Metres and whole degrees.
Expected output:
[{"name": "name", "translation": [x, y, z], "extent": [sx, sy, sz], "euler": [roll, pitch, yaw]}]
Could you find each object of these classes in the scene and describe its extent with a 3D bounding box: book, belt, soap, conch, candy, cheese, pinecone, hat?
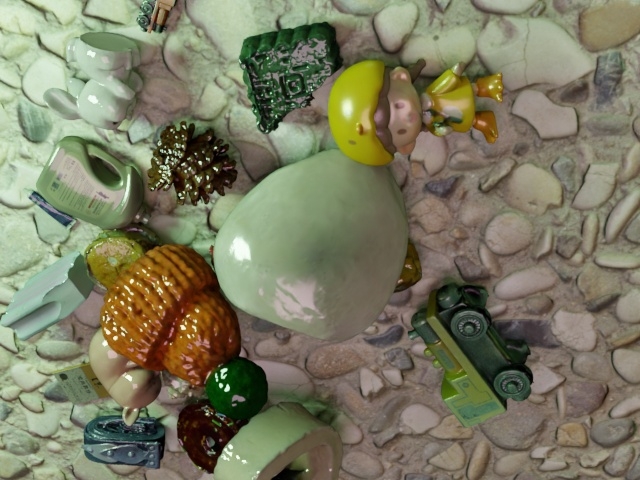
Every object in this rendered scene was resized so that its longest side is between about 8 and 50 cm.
[{"name": "book", "translation": [-0.615, 0.377, 2.113], "extent": [0.172, 0.012, 0.118], "euler": [-16, 117, 14]}, {"name": "belt", "translation": [-0.527, 0.527, 2.127], "extent": [0.218, 0.122, 0.128], "euler": [4, 118, -4]}, {"name": "soap", "translation": [-0.649, 0.134, 1.913], "extent": [0.230, 0.145, 0.091], "euler": [-27, 122, 23]}, {"name": "conch", "translation": [-0.327, 0.277, 1.951], "extent": [0.163, 0.178, 0.245], "euler": [31, 91, 22]}, {"name": "candy", "translation": [0.000, 0.000, 1.668], "extent": [0.386, 0.186, 0.427], "euler": [34, 80, 0]}, {"name": "cheese", "translation": [-0.104, 0.581, 1.989], "extent": [0.153, 0.332, 0.292], "euler": [27, 121, 41]}, {"name": "pinecone", "translation": [-0.275, -0.161, 1.702], "extent": [0.195, 0.150, 0.179], "euler": [16, 90, -2]}, {"name": "hat", "translation": [-0.277, 0.207, 1.707], "extent": [0.400, 0.285, 0.285], "euler": [36, 123, 28]}]

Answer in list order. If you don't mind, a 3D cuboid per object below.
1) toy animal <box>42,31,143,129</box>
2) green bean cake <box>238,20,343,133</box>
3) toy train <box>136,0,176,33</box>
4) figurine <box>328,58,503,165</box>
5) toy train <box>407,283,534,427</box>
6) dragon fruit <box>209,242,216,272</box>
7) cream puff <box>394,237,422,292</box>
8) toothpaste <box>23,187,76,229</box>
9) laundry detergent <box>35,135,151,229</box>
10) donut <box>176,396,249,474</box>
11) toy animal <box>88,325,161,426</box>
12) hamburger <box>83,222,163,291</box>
[{"name": "toy animal", "translation": [-0.462, -0.334, 1.642], "extent": [0.178, 0.127, 0.193], "euler": [22, 120, -5]}, {"name": "green bean cake", "translation": [-0.052, -0.332, 1.619], "extent": [0.208, 0.107, 0.193], "euler": [-10, 116, 9]}, {"name": "toy train", "translation": [-0.333, -0.468, 1.606], "extent": [0.064, 0.044, 0.103], "euler": [17, 119, -16]}, {"name": "figurine", "translation": [0.187, -0.259, 1.599], "extent": [0.344, 0.187, 0.215], "euler": [-1, 110, -1]}, {"name": "toy train", "translation": [0.349, 0.265, 1.895], "extent": [0.237, 0.150, 0.369], "euler": [-29, 111, 26]}, {"name": "dragon fruit", "translation": [-0.154, 0.031, 1.800], "extent": [0.172, 0.166, 0.160], "euler": [-36, 151, 2]}, {"name": "cream puff", "translation": [0.158, 0.061, 1.815], "extent": [0.146, 0.146, 0.116], "euler": [-18, 77, 14]}, {"name": "toothpaste", "translation": [-0.641, -0.077, 1.860], "extent": [0.140, 0.021, 0.037], "euler": [40, 114, -18]}, {"name": "laundry detergent", "translation": [-0.498, -0.115, 1.787], "extent": [0.253, 0.091, 0.181], "euler": [31, 111, -11]}, {"name": "donut", "translation": [-0.269, 0.515, 2.081], "extent": [0.235, 0.089, 0.235], "euler": [13, 117, 26]}, {"name": "toy animal", "translation": [-0.489, 0.317, 1.986], "extent": [0.154, 0.166, 0.250], "euler": [-9, 111, 20]}, {"name": "hamburger", "translation": [-0.465, 0.043, 1.867], "extent": [0.177, 0.113, 0.185], "euler": [36, 124, -20]}]
